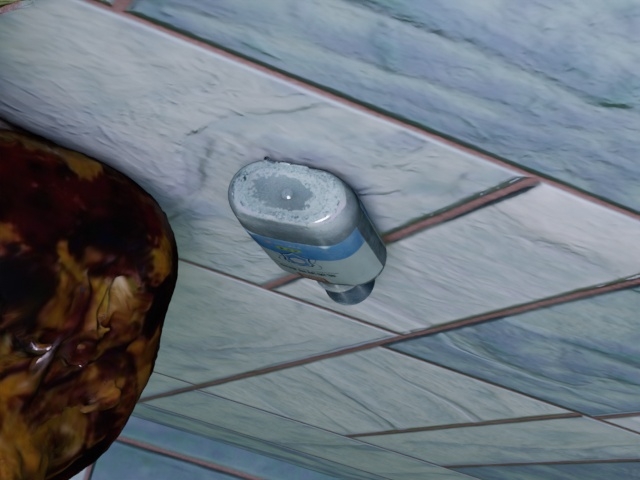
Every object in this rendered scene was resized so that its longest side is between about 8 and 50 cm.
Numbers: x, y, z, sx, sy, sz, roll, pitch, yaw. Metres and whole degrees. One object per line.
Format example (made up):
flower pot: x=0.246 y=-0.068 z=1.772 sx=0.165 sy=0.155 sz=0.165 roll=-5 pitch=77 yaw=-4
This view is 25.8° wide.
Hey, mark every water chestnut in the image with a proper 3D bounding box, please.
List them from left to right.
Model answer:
water chestnut: x=-0.256 y=0.067 z=0.996 sx=0.335 sy=0.335 sz=0.347 roll=28 pitch=-168 yaw=-40

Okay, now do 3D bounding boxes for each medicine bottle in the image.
medicine bottle: x=0.000 y=0.000 z=1.009 sx=0.090 sy=0.054 sz=0.208 roll=10 pitch=164 yaw=17

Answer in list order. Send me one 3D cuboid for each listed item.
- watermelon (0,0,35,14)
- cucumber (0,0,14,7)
watermelon: x=-0.189 y=-0.133 z=0.702 sx=0.085 sy=0.061 sz=0.085 roll=5 pitch=162 yaw=1
cucumber: x=-0.168 y=-0.119 z=0.405 sx=0.145 sy=0.105 sz=0.325 roll=-5 pitch=-173 yaw=36
